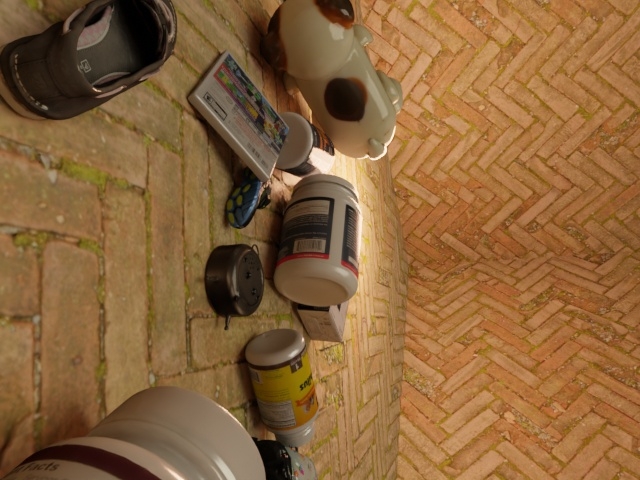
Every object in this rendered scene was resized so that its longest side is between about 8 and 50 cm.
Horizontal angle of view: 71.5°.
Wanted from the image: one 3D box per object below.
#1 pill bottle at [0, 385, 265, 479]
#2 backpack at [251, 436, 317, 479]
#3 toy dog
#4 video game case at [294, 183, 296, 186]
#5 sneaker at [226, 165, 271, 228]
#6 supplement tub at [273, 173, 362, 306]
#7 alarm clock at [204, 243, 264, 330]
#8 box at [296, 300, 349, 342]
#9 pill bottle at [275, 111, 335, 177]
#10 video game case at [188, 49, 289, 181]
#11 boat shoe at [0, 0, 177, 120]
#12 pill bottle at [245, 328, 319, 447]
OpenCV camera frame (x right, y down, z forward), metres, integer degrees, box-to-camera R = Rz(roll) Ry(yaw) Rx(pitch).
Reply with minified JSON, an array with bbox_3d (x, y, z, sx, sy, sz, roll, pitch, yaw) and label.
[{"bbox_3d":[-0.199,0.288,0.301,0.392,0.224,0.224,-42,124,-68],"label":"pill bottle"},{"bbox_3d":[-0.072,0.458,0.824,0.182,0.115,0.152,65,24,-53],"label":"backpack"},{"bbox_3d":[0.017,-0.412,1.120,0.408,0.284,0.396,48,30,-44],"label":"toy dog"},{"bbox_3d":[-0.021,-0.064,1.279,0.212,0.023,0.193,-19,103,-72],"label":"video game case"},{"bbox_3d":[-0.129,-0.085,0.877,0.188,0.067,0.078,-78,149,-50],"label":"sneaker"},{"bbox_3d":[0.000,0.000,1.050,0.191,0.191,0.272,60,30,-52],"label":"supplement tub"},{"bbox_3d":[-0.142,0.061,0.811,0.192,0.064,0.129,-69,149,-60],"label":"alarm clock"},{"bbox_3d":[0.027,0.111,1.222,0.169,0.087,0.290,71,27,-49],"label":"box"},{"bbox_3d":[-0.042,-0.219,1.084,0.245,0.130,0.131,-1,86,-73],"label":"pill bottle"},{"bbox_3d":[-0.145,-0.238,0.849,0.201,0.023,0.183,48,36,-31],"label":"video game case"},{"bbox_3d":[-0.236,-0.242,0.542,0.335,0.095,0.112,-74,152,-49],"label":"boat shoe"},{"bbox_3d":[-0.070,0.291,0.872,0.117,0.117,0.215,-51,133,-65],"label":"pill bottle"}]
